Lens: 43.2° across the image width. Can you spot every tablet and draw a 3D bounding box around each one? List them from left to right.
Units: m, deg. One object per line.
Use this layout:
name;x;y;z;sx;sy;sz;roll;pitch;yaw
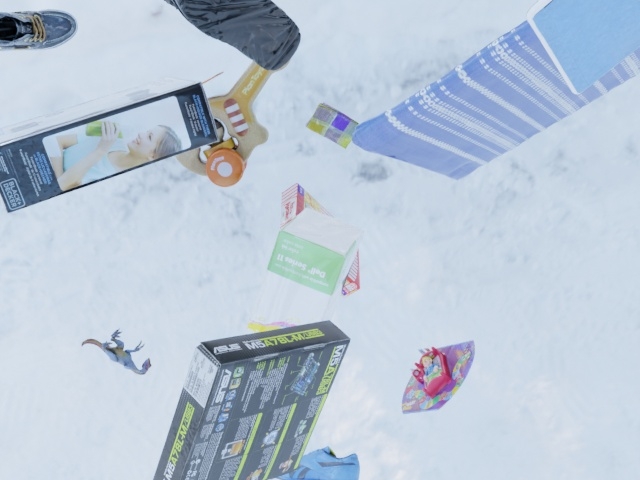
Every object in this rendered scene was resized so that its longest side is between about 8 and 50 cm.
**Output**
tablet;0.134;-0.106;0.390;0.054;0.083;0.006;-39;57;15

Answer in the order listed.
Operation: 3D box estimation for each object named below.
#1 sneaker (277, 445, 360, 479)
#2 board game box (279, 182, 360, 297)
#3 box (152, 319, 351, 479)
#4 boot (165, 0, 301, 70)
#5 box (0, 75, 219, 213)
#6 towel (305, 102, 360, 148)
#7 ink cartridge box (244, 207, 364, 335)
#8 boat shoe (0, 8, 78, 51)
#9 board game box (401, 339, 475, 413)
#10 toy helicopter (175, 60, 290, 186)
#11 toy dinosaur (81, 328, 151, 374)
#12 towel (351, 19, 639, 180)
sneaker;-0.013;0.466;1.672;0.209;0.069;0.082;-4;70;28
board game box;0.000;0.000;1.569;0.045;0.193;0.146;-32;33;24
box;-0.071;0.181;0.850;0.045;0.184;0.190;36;117;34
boot;-0.147;-0.308;0.925;0.207;0.246;0.094;42;96;26
box;-0.304;-0.139;1.100;0.290;0.169;0.087;-21;111;-18
towel;0.021;-0.191;1.348;0.083;0.060;0.009;28;41;-13
ink cartridge box;-0.050;0.140;1.380;0.119;0.207;0.353;21;106;6
boat shoe;-0.464;-0.333;1.287;0.183;0.083;0.065;-21;106;-33
board game box;0.177;0.213;1.310;0.033;0.169;0.133;39;62;-13
toy helicopter;-0.196;-0.304;1.748;0.235;0.140;0.355;35;101;-9
toy dinosaur;-0.283;0.164;1.167;0.090;0.082;0.047;6;48;24
towel;0.212;-0.163;0.756;0.336;0.243;0.040;-31;71;27
